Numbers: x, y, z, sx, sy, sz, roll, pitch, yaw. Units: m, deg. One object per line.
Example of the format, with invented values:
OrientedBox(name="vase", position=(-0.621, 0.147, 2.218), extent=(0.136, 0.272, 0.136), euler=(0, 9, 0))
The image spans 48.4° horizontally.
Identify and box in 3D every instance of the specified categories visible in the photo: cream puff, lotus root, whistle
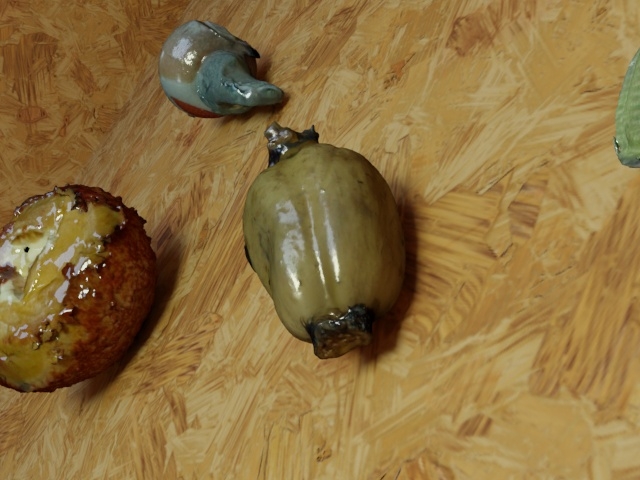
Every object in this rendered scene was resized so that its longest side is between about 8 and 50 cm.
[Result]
OrientedBox(name="cream puff", position=(-0.392, 0.077, 1.134), extent=(0.350, 0.228, 0.350), euler=(-14, 61, 27))
OrientedBox(name="lotus root", position=(0.000, 0.000, 0.684), extent=(0.154, 0.140, 0.257), euler=(-29, 46, 20))
OrientedBox(name="whistle", position=(-0.177, -0.277, 1.260), extent=(0.189, 0.189, 0.348), euler=(-53, 41, 5))

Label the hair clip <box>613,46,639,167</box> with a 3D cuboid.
OrientedBox(name="hair clip", position=(0.306, -0.110, 0.364), extent=(0.321, 0.091, 0.138), euler=(-23, 49, 64))
